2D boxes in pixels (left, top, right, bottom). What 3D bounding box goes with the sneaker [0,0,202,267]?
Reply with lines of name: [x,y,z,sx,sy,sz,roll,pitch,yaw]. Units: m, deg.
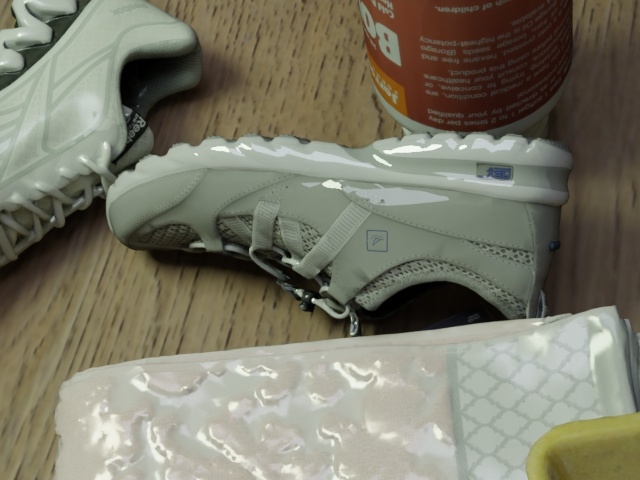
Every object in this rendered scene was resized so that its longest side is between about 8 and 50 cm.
sneaker: [-0.177,-0.050,0.914,0.118,0.110,0.292,25,63,13]

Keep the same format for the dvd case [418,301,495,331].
dvd case: [0.063,0.150,0.784,0.164,0.018,0.221,-24,56,-7]

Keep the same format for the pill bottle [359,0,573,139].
pill bottle: [0.083,-0.131,0.854,0.121,0.216,0.121,-4,54,6]

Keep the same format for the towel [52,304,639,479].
towel: [0.022,0.195,0.715,0.316,0.053,0.332,-9,58,7]

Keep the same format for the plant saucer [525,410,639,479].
plant saucer: [0.274,0.210,0.586,0.332,0.081,0.333,-7,50,-5]

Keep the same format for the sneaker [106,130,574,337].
sneaker: [0.000,0.000,0.842,0.281,0.105,0.115,-1,88,26]
